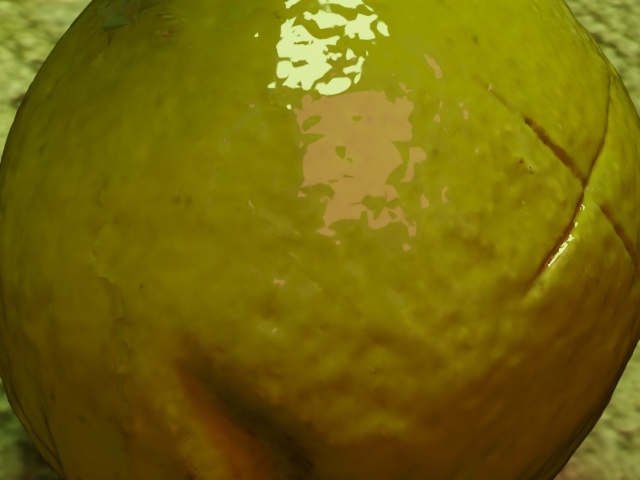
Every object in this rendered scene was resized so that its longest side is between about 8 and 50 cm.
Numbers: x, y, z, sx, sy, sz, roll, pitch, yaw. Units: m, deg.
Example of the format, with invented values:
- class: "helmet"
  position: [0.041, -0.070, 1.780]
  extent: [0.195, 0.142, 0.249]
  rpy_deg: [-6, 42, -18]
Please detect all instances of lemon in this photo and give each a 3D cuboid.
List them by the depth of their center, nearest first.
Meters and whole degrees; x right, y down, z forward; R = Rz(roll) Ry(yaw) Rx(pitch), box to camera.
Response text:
- class: "lemon"
  position: [0.000, 0.001, 0.743]
  extent: [0.297, 0.297, 0.297]
  rpy_deg: [9, 61, -16]
